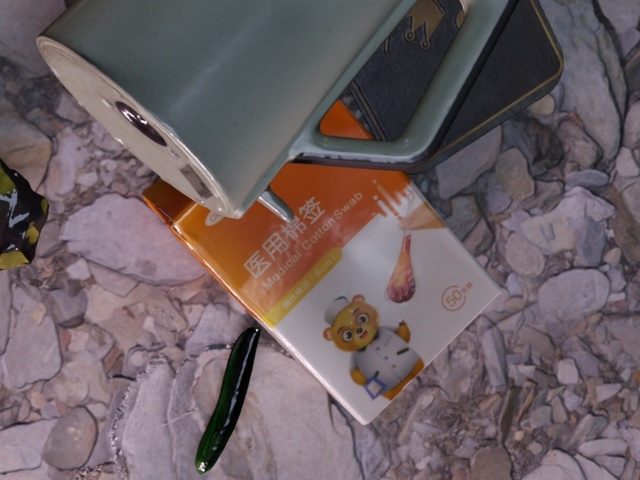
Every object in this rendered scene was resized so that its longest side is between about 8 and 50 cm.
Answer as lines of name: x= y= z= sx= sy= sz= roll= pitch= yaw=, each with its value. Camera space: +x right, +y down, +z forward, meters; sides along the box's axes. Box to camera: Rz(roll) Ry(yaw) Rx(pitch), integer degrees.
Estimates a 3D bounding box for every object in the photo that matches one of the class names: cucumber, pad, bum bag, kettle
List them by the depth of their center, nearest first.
kettle: x=-0.020 y=-0.207 z=1.784 sx=0.361 sy=0.250 sz=0.376 roll=41 pitch=79 yaw=-3
bum bag: x=-0.366 y=-0.065 z=1.878 sx=0.107 sy=0.060 sz=0.232 roll=-38 pitch=112 yaw=2
pad: x=0.146 y=-0.286 z=2.014 sx=0.315 sy=0.063 sz=0.375 roll=-34 pitch=114 yaw=-10
cucumber: x=-0.102 y=0.179 z=2.059 sx=0.036 sy=0.033 sz=0.184 roll=10 pitch=101 yaw=-48

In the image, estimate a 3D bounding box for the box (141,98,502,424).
box: x=0.000 y=0.000 z=1.989 sx=0.225 sy=0.143 sz=0.341 roll=-45 pitch=115 yaw=-5
